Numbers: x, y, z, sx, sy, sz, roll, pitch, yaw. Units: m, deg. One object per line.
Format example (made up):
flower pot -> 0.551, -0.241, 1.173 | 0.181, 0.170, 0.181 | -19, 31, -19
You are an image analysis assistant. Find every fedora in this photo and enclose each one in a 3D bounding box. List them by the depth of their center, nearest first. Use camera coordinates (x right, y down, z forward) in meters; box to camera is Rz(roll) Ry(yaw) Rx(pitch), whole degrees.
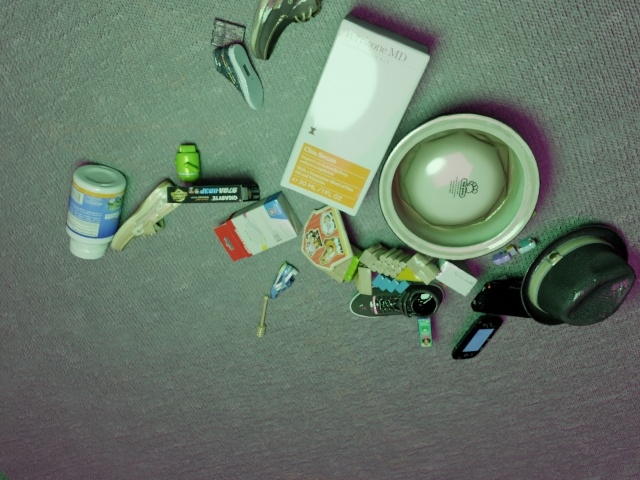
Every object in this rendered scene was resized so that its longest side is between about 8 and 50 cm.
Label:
fedora -> 0.734, 0.127, 1.496 | 0.334, 0.152, 0.334 | -5, 116, -10

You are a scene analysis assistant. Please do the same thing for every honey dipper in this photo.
honey dipper -> -0.194, 0.253, 1.830 | 0.031, 0.030, 0.160 | 12, 117, 3

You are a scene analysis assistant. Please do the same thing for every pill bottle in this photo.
pill bottle -> -0.696, -0.082, 1.668 | 0.152, 0.152, 0.272 | 21, 119, -2

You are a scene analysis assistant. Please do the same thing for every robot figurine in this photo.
robot figurine -> -0.388, -0.221, 1.586 | 0.067, 0.101, 0.115 | -9, 107, -34

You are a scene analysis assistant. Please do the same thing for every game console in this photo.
game console -> 0.534, 0.252, 1.671 | 0.213, 0.044, 0.361 | 8, 129, -20

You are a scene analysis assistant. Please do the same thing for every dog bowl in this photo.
dog bowl -> 0.362, -0.157, 1.458 | 0.408, 0.150, 0.407 | 4, 117, 7

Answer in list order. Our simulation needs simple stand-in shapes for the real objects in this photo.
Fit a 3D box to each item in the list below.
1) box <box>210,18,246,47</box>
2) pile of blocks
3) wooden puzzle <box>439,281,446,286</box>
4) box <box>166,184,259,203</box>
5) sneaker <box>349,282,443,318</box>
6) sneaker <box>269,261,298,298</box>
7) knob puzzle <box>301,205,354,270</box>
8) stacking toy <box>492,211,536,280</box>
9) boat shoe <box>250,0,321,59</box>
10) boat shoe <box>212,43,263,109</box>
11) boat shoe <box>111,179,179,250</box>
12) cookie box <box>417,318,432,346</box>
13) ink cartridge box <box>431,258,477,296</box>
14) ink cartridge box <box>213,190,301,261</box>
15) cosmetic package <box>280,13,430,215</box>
box -> -0.244, -0.540, 1.431 | 0.083, 0.018, 0.067 | 15, 118, 1
pile of blocks -> 0.182, 0.078, 1.595 | 0.362, 0.113, 0.148 | 10, 110, 29
wooden puzzle -> 0.410, 0.119, 1.673 | 0.049, 0.006, 0.083 | 35, 117, -9
box -> -0.304, -0.134, 1.562 | 0.220, 0.175, 0.051 | -1, 95, 9
sneaker -> 0.227, 0.186, 1.645 | 0.296, 0.147, 0.104 | -8, 92, 10
sneaker -> -0.121, 0.138, 1.745 | 0.059, 0.053, 0.144 | 24, 119, -6
knob puzzle -> 0.000, 0.000, 1.606 | 0.213, 0.030, 0.213 | 6, 99, 45
stacking toy -> 0.564, 0.032, 1.578 | 0.221, 0.052, 0.167 | -34, 108, 22
boat shoe -> -0.060, -0.590, 1.312 | 0.130, 0.132, 0.355 | 28, 119, -5
boat shoe -> -0.220, -0.439, 1.462 | 0.083, 0.065, 0.183 | 7, 133, 34
boat shoe -> -0.537, -0.056, 1.684 | 0.098, 0.109, 0.302 | 43, 110, -12
cookie box -> 0.329, 0.268, 1.716 | 0.040, 0.092, 0.107 | -7, 116, 10
ink cartridge box -> 0.380, 0.088, 1.576 | 0.109, 0.150, 0.063 | 31, 105, -6
ink cartridge box -> -0.191, -0.040, 1.649 | 0.231, 0.078, 0.134 | -22, 111, 19
cosmetic package -> 0.083, -0.318, 1.413 | 0.230, 0.161, 0.453 | 22, 118, -2
